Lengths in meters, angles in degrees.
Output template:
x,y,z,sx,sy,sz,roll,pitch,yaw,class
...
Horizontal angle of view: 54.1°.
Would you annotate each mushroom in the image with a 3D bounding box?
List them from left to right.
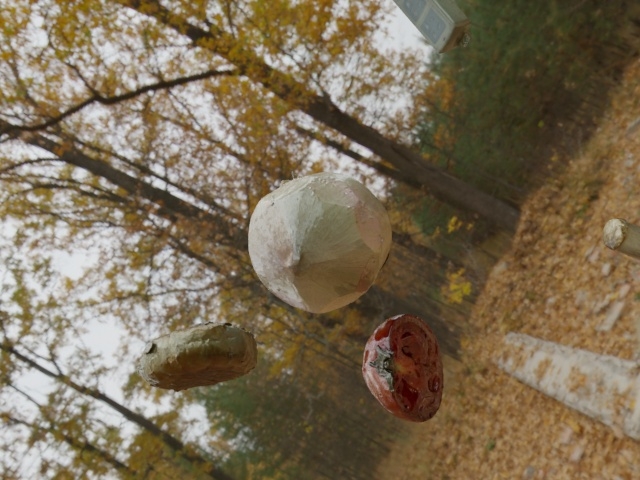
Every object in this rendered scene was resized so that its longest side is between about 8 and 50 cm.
x,y,z,sx,sy,sz,roll,pitch,yaw,class
0.897,0.043,1.596,0.122,0.352,0.094,-50,-20,-54,mushroom

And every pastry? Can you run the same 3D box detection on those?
x,y,z,sx,sy,sz,roll,pitch,yaw,class
-0.268,0.252,1.388,0.236,0.120,0.257,-31,-30,36,pastry

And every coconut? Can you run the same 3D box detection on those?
x,y,z,sx,sy,sz,roll,pitch,yaw,class
0.000,0.000,0.956,0.224,0.224,0.234,-66,-17,13,coconut

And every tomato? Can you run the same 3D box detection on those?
x,y,z,sx,sy,sz,roll,pitch,yaw,class
0.115,0.197,0.947,0.139,0.091,0.159,10,-115,-45,tomato

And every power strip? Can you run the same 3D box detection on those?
x,y,z,sx,sy,sz,roll,pitch,yaw,class
0.183,-0.464,1.186,0.052,0.272,0.078,-27,-17,-29,power strip
